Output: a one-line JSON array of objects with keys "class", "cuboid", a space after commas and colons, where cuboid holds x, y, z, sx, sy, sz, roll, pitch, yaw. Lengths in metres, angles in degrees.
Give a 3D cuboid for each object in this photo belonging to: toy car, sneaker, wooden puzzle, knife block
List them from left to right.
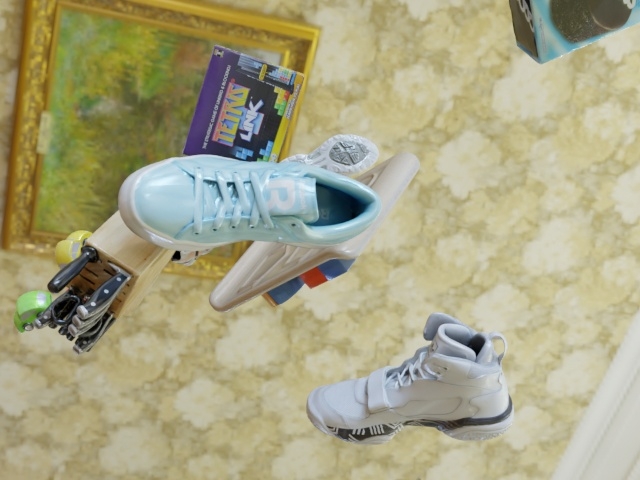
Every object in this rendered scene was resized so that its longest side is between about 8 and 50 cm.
[{"class": "toy car", "cuboid": [-0.536, 0.104, 1.717, 0.225, 0.053, 0.239, -36, -134, 14]}, {"class": "knife block", "cuboid": [-0.271, 0.022, 1.180, 0.275, 0.088, 0.242, -56, -179, -10]}, {"class": "sneaker", "cuboid": [-0.231, 0.012, 1.564, 0.109, 0.044, 0.040, -41, -120, 31]}, {"class": "sneaker", "cuboid": [-0.079, -0.061, 1.163, 0.150, 0.366, 0.135, -22, -107, 55]}, {"class": "wooden puzzle", "cuboid": [0.000, 0.000, 1.546, 0.348, 0.080, 0.322, -22, -159, 40]}, {"class": "sneaker", "cuboid": [0.010, -0.154, 1.836, 0.115, 0.232, 0.090, 105, -32, -75]}, {"class": "sneaker", "cuboid": [0.151, 0.236, 1.498, 0.137, 0.366, 0.210, -80, 167, -56]}]

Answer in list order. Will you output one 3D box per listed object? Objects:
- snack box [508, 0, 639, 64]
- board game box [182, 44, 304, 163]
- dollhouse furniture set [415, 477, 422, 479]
[{"class": "snack box", "cuboid": [0.255, -0.347, 0.808, 0.060, 0.187, 0.322, -118, -174, -54]}, {"class": "board game box", "cuboid": [-0.116, -0.190, 1.298, 0.048, 0.141, 0.170, -109, -144, -76]}, {"class": "dollhouse furniture set", "cuboid": [0.152, 0.462, 1.493, 0.091, 0.081, 0.114, -43, -151, -1]}]
